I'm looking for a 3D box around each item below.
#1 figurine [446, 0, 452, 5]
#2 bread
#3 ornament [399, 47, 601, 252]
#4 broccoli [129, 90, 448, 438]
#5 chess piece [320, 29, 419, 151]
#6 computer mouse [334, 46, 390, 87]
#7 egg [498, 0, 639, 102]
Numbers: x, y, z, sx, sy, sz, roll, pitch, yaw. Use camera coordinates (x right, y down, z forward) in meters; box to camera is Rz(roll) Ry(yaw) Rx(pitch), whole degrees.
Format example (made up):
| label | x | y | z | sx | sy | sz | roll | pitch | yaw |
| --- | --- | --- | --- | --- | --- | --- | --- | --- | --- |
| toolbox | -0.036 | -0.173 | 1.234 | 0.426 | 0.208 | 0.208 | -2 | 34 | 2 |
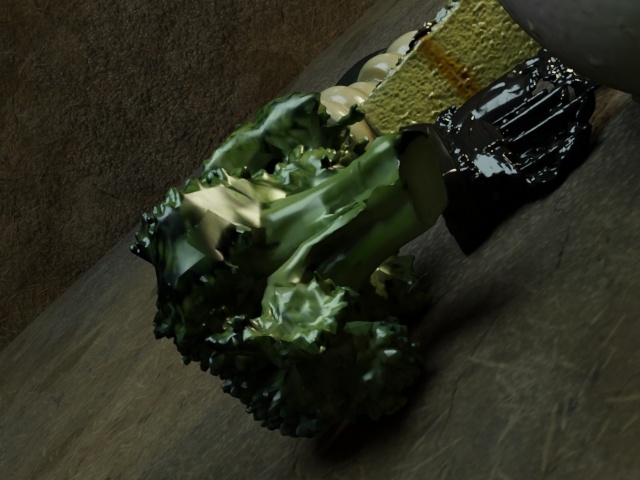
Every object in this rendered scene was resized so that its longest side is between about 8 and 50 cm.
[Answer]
| label | x | y | z | sx | sy | sz | roll | pitch | yaw |
| --- | --- | --- | --- | --- | --- | --- | --- | --- | --- |
| figurine | 0.341 | -0.457 | 1.747 | 0.324 | 0.124 | 0.222 | -47 | 19 | -19 |
| bread | 0.191 | -0.212 | 1.459 | 0.266 | 0.142 | 0.178 | -45 | -27 | -1 |
| ornament | 0.226 | -0.128 | 1.172 | 0.260 | 0.106 | 0.251 | -32 | 23 | 11 |
| broccoli | -0.016 | 0.019 | 1.028 | 0.338 | 0.277 | 0.317 | -40 | 13 | -23 |
| chess piece | 0.105 | -0.240 | 1.718 | 0.299 | 0.167 | 0.167 | -46 | 13 | -25 |
| computer mouse | 0.087 | -0.291 | 2.014 | 0.269 | 0.100 | 0.170 | -34 | 15 | 35 |
| egg | 0.305 | -0.282 | 0.906 | 0.354 | 0.354 | 0.340 | -33 | 36 | 37 |
